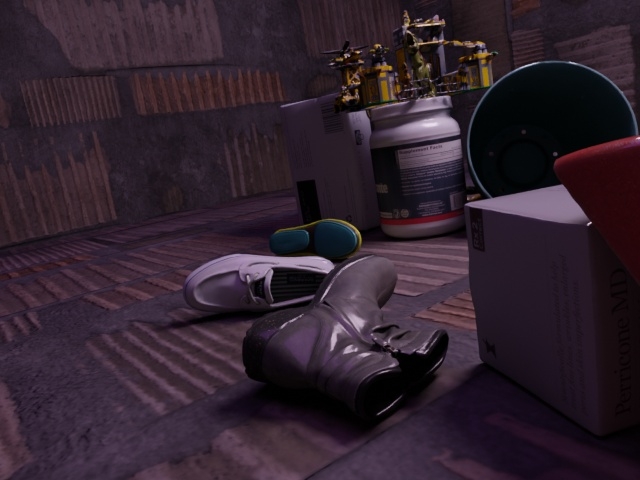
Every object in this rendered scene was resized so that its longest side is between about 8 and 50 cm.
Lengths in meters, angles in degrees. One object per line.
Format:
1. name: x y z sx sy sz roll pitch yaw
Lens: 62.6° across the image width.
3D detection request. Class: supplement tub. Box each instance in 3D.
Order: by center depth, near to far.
1. supplement tub: 0.207 -0.153 1.119 0.190 0.273 0.191 -9 10 2

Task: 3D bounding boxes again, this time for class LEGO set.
1. LEGO set: 0.176 -0.382 1.078 0.330 0.192 0.255 -11 10 -8

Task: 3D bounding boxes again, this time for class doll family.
1. doll family: 0.413 -0.105 1.240 0.192 0.076 0.111 -10 5 -21

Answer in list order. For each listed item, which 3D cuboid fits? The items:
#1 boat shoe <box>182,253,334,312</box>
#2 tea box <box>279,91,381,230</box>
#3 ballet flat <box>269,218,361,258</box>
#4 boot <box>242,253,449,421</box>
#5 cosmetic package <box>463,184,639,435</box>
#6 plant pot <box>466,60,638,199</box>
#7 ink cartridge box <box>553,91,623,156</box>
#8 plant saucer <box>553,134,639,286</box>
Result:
1. boat shoe: -0.083 0.058 0.752 0.226 0.083 0.076 -10 9 -11
2. tea box: 0.102 -0.214 1.382 0.219 0.329 0.323 -1 14 41
3. ballet flat: 0.000 0.000 1.049 0.230 0.077 0.077 -3 -5 39
4. boot: 0.057 0.091 0.525 0.161 0.084 0.246 7 24 36
5. cosmetic package: 0.238 0.032 0.425 0.183 0.152 0.151 -13 11 -14
6. plant pot: 0.432 -0.174 1.056 0.292 0.293 0.235 -7 -3 10
7. ink cartridge box: 0.632 -0.238 1.313 0.168 0.233 0.171 -9 10 1
8. plant saucer: 0.309 0.012 0.289 0.258 0.259 0.048 -12 -33 -14
